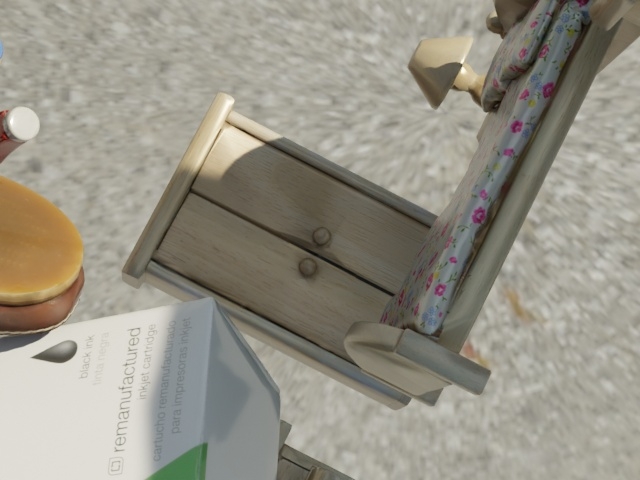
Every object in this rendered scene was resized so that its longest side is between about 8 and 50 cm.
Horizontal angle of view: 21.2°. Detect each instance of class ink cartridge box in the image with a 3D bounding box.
[{"bbox_3d":[-0.136,0.129,0.748,0.219,0.092,0.160,-11,51,16],"label":"ink cartridge box"}]

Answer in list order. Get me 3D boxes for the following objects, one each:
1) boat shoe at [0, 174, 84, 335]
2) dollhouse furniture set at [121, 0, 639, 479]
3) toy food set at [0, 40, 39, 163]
[{"bbox_3d":[-0.197,0.002,0.774,0.207,0.073,0.073,19,134,19],"label":"boat shoe"},{"bbox_3d":[0.000,0.000,0.796,0.173,0.355,0.303,27,80,-1],"label":"dollhouse furniture set"},{"bbox_3d":[-0.264,-0.065,1.178,0.111,0.104,0.232,8,77,-37],"label":"toy food set"}]
